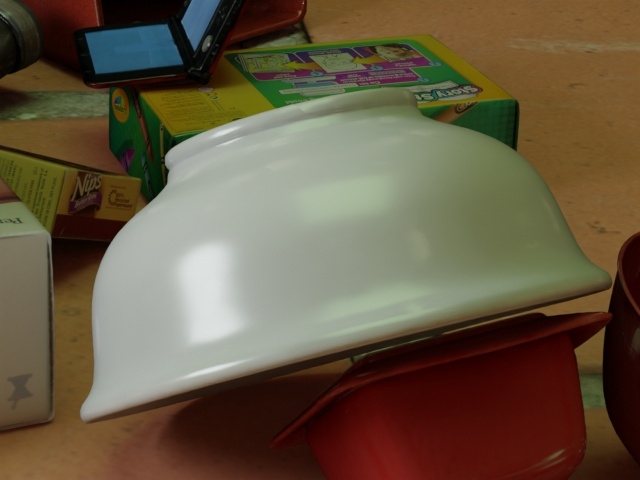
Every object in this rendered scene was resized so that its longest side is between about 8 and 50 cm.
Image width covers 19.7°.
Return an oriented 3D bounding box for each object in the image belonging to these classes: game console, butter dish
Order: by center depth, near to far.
[{"bbox_3d":[0.072,0.115,0.960,0.160,0.118,0.160,-12,-15,-20],"label":"butter dish"},{"bbox_3d":[-0.122,-0.176,1.411,0.085,0.124,0.144,22,17,-20],"label":"game console"}]

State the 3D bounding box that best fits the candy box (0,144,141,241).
[{"bbox_3d":[-0.234,-0.043,1.294,0.186,0.053,0.109,15,4,23],"label":"candy box"}]

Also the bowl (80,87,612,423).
[{"bbox_3d":[0.000,0.000,1.003,0.297,0.134,0.298,-14,-4,-1],"label":"bowl"}]

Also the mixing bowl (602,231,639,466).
[{"bbox_3d":[0.225,0.084,1.023,0.181,0.098,0.181,19,30,-11],"label":"mixing bowl"}]

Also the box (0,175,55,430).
[{"bbox_3d":[-0.266,0.016,1.112,0.148,0.127,0.232,-9,26,-26],"label":"box"}]

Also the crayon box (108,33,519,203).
[{"bbox_3d":[-0.008,-0.088,1.421,0.278,0.081,0.165,-7,26,-20],"label":"crayon box"}]

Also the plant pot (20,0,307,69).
[{"bbox_3d":[-0.199,-0.310,1.710,0.235,0.267,0.267,7,22,40],"label":"plant pot"}]

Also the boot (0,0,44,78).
[{"bbox_3d":[-0.379,-0.143,1.506,0.263,0.091,0.229,9,32,30],"label":"boot"}]
